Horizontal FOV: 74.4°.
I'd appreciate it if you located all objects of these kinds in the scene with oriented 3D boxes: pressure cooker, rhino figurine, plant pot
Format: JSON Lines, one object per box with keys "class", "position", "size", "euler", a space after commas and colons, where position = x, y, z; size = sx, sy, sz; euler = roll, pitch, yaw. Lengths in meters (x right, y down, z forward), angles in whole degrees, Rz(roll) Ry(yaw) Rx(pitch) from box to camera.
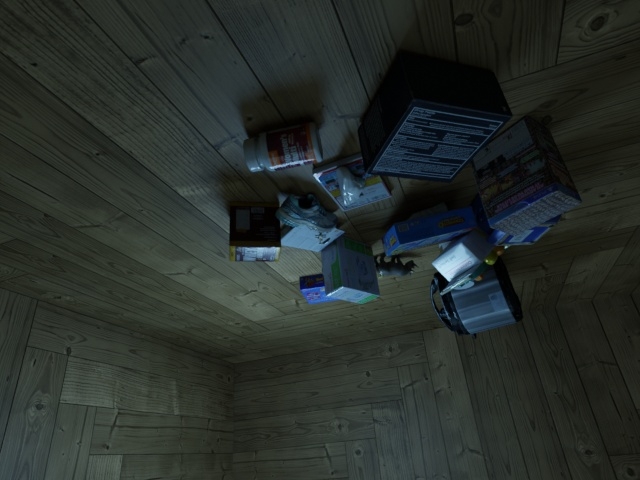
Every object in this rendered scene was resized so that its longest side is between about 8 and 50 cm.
{"class": "pressure cooker", "position": [0.803, 0.297, 2.232], "size": [0.421, 0.369, 0.375], "euler": [-23, 144, 23]}
{"class": "rhino figurine", "position": [0.385, 0.132, 2.125], "size": [0.244, 0.106, 0.073], "euler": [5, 151, -17]}
{"class": "plant pot", "position": [0.756, -0.108, 1.633], "size": [0.236, 0.211, 0.236], "euler": [-2, 151, -9]}

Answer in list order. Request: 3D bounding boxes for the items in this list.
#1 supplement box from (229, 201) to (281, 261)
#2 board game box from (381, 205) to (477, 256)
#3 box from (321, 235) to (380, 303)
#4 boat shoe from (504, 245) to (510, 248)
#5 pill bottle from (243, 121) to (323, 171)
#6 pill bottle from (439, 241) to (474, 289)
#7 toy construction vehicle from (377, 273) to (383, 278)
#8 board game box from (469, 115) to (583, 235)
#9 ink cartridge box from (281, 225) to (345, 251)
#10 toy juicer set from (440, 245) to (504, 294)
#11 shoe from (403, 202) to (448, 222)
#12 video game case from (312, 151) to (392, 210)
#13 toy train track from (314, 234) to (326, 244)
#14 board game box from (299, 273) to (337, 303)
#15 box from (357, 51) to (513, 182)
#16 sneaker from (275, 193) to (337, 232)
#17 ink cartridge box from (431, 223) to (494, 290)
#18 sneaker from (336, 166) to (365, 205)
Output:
{"class": "supplement box", "position": [-0.252, -0.032, 1.618], "size": [0.192, 0.193, 0.129], "euler": [1, 151, -11]}
{"class": "board game box", "position": [0.428, -0.030, 1.716], "size": [0.309, 0.086, 0.302], "euler": [-13, 170, -3]}
{"class": "box", "position": [0.131, 0.135, 1.926], "size": [0.231, 0.261, 0.127], "euler": [19, 143, -36]}
{"class": "boat shoe", "position": [0.857, -0.048, 1.902], "size": [0.089, 0.104, 0.285], "euler": [35, 142, 5]}
{"class": "pill bottle", "position": [-0.111, -0.276, 1.267], "size": [0.222, 0.121, 0.121], "euler": [-10, 151, 8]}
{"class": "pill bottle", "position": [0.649, 0.108, 1.997], "size": [0.131, 0.229, 0.131], "euler": [-4, 151, -2]}
{"class": "toy construction vehicle", "position": [0.312, 0.176, 2.280], "size": [0.086, 0.035, 0.098], "euler": [-12, 156, -10]}
{"class": "board game box", "position": [0.645, -0.201, 1.356], "size": [0.141, 0.290, 0.232], "euler": [14, 147, -31]}
{"class": "ink cartridge box", "position": [-0.045, -0.029, 1.816], "size": [0.224, 0.045, 0.223], "euler": [13, 147, -32]}
{"class": "toy juicer set", "position": [0.680, 0.128, 1.806], "size": [0.329, 0.089, 0.209], "euler": [-41, 175, -18]}
{"class": "shoe", "position": [0.432, -0.099, 1.768], "size": [0.219, 0.058, 0.077], "euler": [-20, 169, 33]}
{"class": "video game case", "position": [0.122, -0.207, 1.537], "size": [0.204, 0.025, 0.285], "euler": [-16, 150, 20]}
{"class": "toy train track", "position": [0.000, 0.000, 1.815], "size": [0.048, 0.014, 0.083], "euler": [-4, 154, -3]}
{"class": "board game box", "position": [0.079, 0.257, 2.335], "size": [0.348, 0.077, 0.233], "euler": [-9, 152, 7]}
{"class": "box", "position": [0.302, -0.327, 1.177], "size": [0.297, 0.182, 0.294], "euler": [3, 152, -19]}
{"class": "sneaker", "position": [-0.028, -0.108, 1.609], "size": [0.283, 0.110, 0.122], "euler": [5, 125, -43]}
{"class": "ink cartridge box", "position": [0.612, 0.041, 1.774], "size": [0.353, 0.119, 0.207], "euler": [-39, 173, -37]}
{"class": "sneaker", "position": [0.111, -0.200, 1.460], "size": [0.094, 0.080, 0.212], "euler": [-19, 158, 1]}
